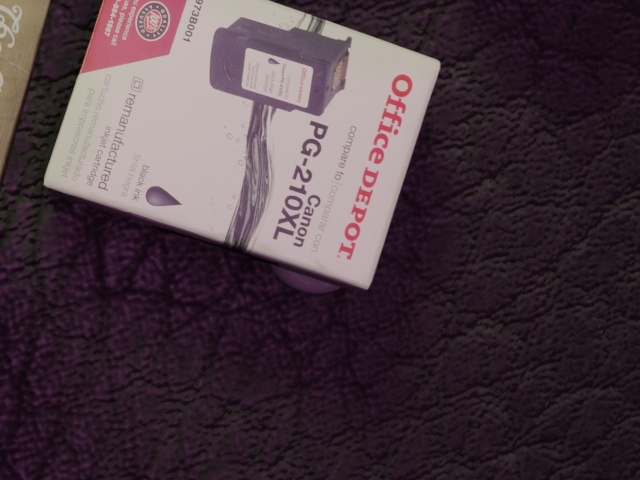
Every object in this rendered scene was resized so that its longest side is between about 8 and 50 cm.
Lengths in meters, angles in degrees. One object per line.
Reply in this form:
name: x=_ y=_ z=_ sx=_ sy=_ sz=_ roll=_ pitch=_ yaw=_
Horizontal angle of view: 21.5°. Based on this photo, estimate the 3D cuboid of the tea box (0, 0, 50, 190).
tea box: x=-0.321 y=0.030 z=0.972 sx=0.220 sy=0.323 sz=0.329 roll=18 pitch=62 yaw=-14

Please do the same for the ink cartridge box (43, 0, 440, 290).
ink cartridge box: x=-0.054 y=-0.079 z=1.184 sx=0.237 sy=0.100 sz=0.172 roll=18 pitch=87 yaw=-6

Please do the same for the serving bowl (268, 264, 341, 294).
serving bowl: x=0.000 y=0.000 z=1.256 sx=0.083 sy=0.027 sz=0.083 roll=-1 pitch=94 yaw=-14
